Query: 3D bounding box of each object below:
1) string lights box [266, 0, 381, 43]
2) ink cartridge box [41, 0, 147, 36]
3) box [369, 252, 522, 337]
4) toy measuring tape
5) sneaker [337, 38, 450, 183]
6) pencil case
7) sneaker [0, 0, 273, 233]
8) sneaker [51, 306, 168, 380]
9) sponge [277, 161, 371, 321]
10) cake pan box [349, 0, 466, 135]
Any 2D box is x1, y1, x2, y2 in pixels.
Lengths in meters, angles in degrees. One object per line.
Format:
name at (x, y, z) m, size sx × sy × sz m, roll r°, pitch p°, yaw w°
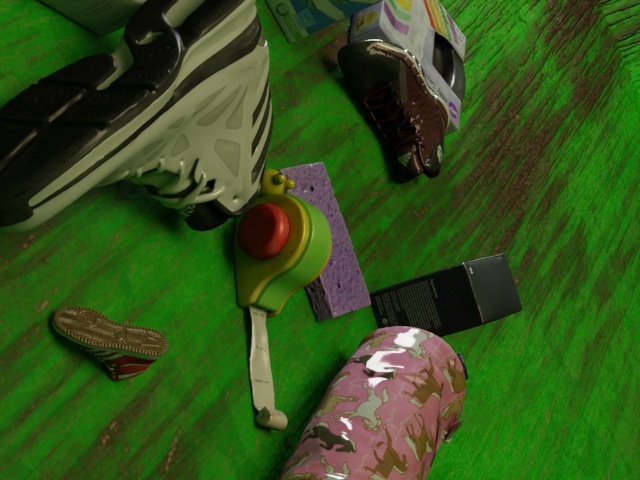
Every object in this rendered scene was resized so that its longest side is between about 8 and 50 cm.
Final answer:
string lights box at (0.042, -0.394, 1.900) m, size 0.133 × 0.260 × 0.076 m, roll 59°, pitch 30°, yaw -17°
ink cartridge box at (-0.283, -0.341, 1.488) m, size 0.208 × 0.087 × 0.153 m, roll 28°, pitch 50°, yaw -51°
box at (0.181, 0.088, 1.938) m, size 0.156 × 0.158 × 0.093 m, roll -9°, pitch 81°, yaw -60°
toy measuring tape at (-0.038, 0.058, 1.628) m, size 0.121 × 0.121 × 0.330 m, roll 27°, pitch 50°, yaw -51°
sneaker at (0.123, -0.183, 2.071) m, size 0.281 × 0.106 × 0.162 m, roll 34°, pitch 47°, yaw -48°
pencil case at (0.064, 0.256, 1.638) m, size 0.386 × 0.167 × 0.160 m, roll -51°, pitch 149°, yaw -57°
sneaker at (-0.171, -0.081, 1.434) m, size 0.447 × 0.169 × 0.257 m, roll -48°, pitch 133°, yaw -41°
sneaker at (-0.221, 0.107, 1.369) m, size 0.119 × 0.067 × 0.042 m, roll 19°, pitch 53°, yaw -18°
sponge at (0.000, 0.000, 1.815) m, size 0.117 × 0.031 × 0.210 m, roll -17°, pitch 88°, yaw -61°
cake pan box at (0.152, -0.331, 2.251) m, size 0.267 × 0.070 × 0.245 m, roll 49°, pitch 37°, yaw -34°
